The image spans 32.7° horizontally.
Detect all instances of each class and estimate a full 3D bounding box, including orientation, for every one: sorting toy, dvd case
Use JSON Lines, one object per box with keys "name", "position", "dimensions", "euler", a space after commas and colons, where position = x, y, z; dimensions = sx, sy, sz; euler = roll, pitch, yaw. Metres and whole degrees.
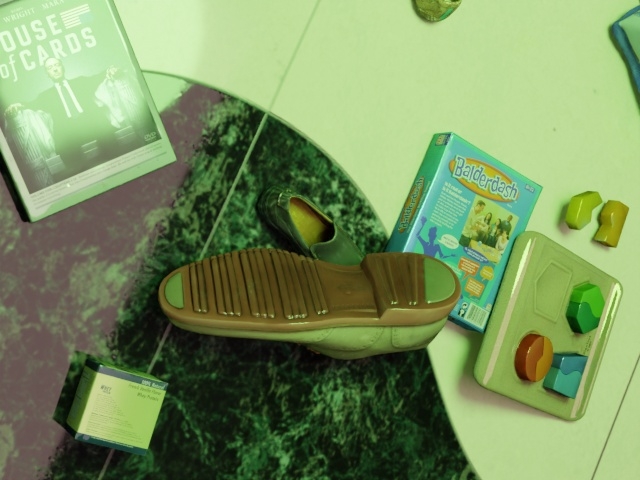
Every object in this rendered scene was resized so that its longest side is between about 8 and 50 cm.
{"name": "sorting toy", "position": [0.328, 0.075, 1.447], "dimensions": [0.229, 0.041, 0.307], "euler": [25, 82, -40]}
{"name": "dvd case", "position": [-0.278, -0.163, 1.171], "dimensions": [0.179, 0.029, 0.239], "euler": [-26, 104, -23]}

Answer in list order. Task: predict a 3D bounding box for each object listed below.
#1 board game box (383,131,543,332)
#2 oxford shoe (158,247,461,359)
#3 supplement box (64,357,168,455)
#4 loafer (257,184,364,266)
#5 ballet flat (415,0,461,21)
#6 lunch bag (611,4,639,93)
{"name": "board game box", "position": [0.177, -0.010, 1.390], "dimensions": [0.160, 0.047, 0.210], "euler": [28, 81, -24]}
{"name": "oxford shoe", "position": [-0.015, 0.093, 1.264], "dimensions": [0.348, 0.123, 0.130], "euler": [3, 134, -10]}
{"name": "supplement box", "position": [-0.225, 0.182, 1.198], "dimensions": [0.083, 0.056, 0.083], "euler": [19, 84, -25]}
{"name": "loafer", "position": [0.000, 0.000, 1.296], "dimensions": [0.170, 0.061, 0.062], "euler": [38, 75, -23]}
{"name": "ballet flat", "position": [0.149, -0.377, 1.346], "dimensions": [0.073, 0.067, 0.206], "euler": [-11, 97, -24]}
{"name": "lunch bag", "position": [0.659, -0.289, 1.456], "dimensions": [0.385, 0.328, 0.239], "euler": [-33, 111, -23]}
